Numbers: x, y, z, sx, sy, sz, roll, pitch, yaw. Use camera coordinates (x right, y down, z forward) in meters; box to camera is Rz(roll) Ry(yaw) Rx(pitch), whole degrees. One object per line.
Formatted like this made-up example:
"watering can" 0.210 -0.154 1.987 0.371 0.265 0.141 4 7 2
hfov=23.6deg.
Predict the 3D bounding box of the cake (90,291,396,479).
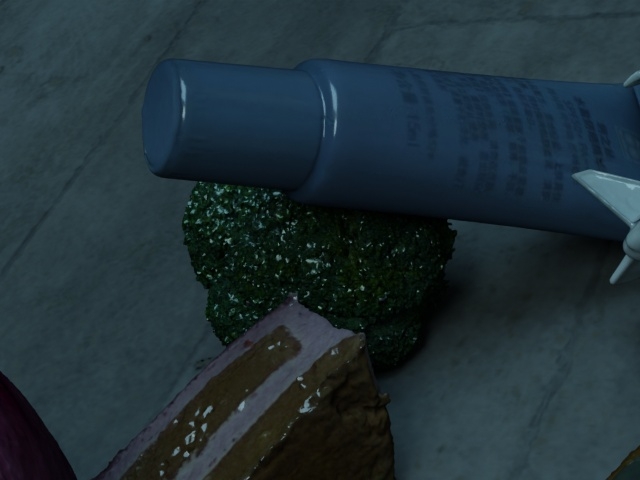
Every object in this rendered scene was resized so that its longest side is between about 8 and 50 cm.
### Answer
"cake" -0.074 0.169 0.925 0.295 0.113 0.116 -41 37 -4

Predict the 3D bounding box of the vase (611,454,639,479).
"vase" 0.250 0.183 0.655 0.301 0.156 0.251 30 102 50

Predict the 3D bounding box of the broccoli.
"broccoli" 0.000 0.000 1.030 0.195 0.195 0.156 -18 16 4

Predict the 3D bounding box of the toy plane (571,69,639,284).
"toy plane" 0.291 -0.021 0.929 0.255 0.101 0.251 -13 62 -13

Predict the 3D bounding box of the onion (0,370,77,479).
"onion" -0.266 0.222 0.758 0.358 0.345 0.358 -26 1 0

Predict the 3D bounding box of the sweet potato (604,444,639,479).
"sweet potato" 0.119 0.189 0.795 0.066 0.072 0.314 20 54 32

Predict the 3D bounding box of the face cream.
"face cream" 0.079 -0.059 0.956 0.385 0.086 0.135 4 59 -27
